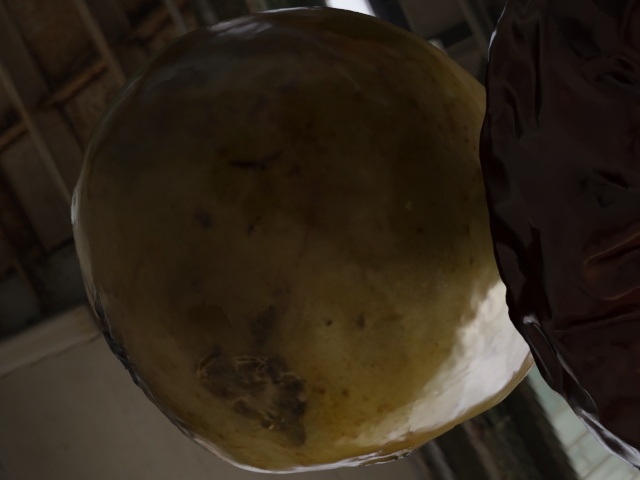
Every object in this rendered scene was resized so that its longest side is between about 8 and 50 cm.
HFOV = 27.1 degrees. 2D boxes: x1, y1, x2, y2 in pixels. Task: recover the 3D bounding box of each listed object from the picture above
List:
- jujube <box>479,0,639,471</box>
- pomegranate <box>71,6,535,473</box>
[{"bbox_3d":[0.165,-0.031,0.484,0.213,0.213,0.232,24,-48,37],"label":"jujube"},{"bbox_3d":[0.000,0.000,0.678,0.260,0.260,0.260,28,-48,35],"label":"pomegranate"}]
